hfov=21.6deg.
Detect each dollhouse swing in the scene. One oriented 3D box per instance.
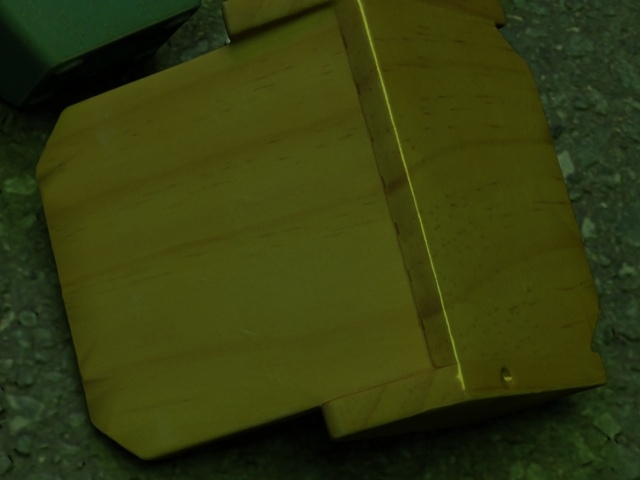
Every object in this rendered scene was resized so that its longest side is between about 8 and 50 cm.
[{"bbox_3d":[0.000,0.000,1.369,0.315,0.305,0.347,2,69,-53],"label":"dollhouse swing"}]

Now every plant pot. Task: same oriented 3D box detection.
[{"bbox_3d":[-0.230,-0.261,1.403,0.248,0.247,0.252,-27,90,-23],"label":"plant pot"}]

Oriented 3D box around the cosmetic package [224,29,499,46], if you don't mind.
[{"bbox_3d":[0.036,-0.172,1.506,0.239,0.060,0.099,-26,70,-23],"label":"cosmetic package"}]
